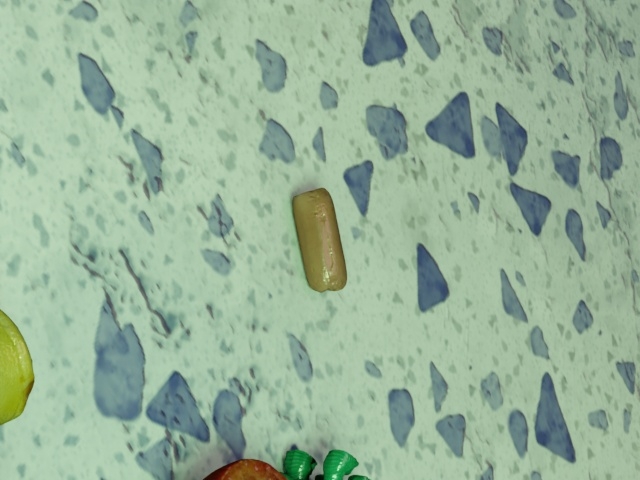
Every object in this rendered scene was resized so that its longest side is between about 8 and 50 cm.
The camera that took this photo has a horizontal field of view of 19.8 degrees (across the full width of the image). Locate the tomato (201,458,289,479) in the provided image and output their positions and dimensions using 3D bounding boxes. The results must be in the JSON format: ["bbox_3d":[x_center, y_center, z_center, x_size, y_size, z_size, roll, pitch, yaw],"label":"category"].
[{"bbox_3d":[-0.054,0.247,1.229,0.174,0.082,0.166,53,36,-18],"label":"tomato"}]

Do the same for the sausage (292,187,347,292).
[{"bbox_3d":[0.000,0.000,1.442,0.034,0.034,0.083,-4,80,-53],"label":"sausage"}]

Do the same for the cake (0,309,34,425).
[{"bbox_3d":[-0.210,0.076,1.098,0.044,0.084,0.084,-27,97,-51],"label":"cake"}]

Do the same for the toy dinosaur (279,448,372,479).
[{"bbox_3d":[-0.006,0.204,1.337,0.132,0.059,0.096,47,48,-42],"label":"toy dinosaur"}]
